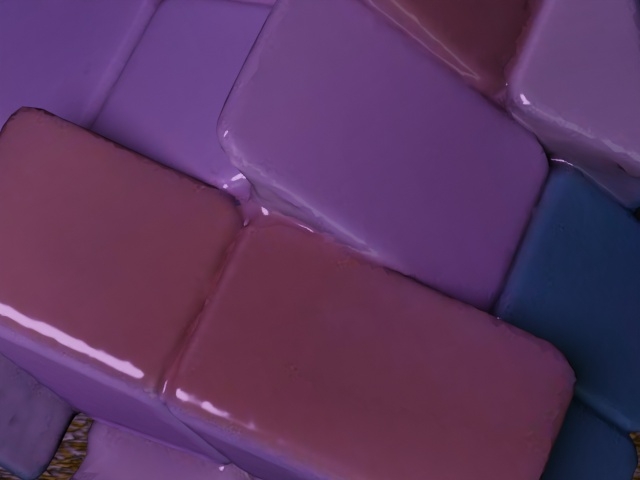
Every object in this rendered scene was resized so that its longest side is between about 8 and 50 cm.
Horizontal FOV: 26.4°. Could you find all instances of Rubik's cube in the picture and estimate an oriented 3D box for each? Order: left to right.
[{"bbox_3d":[0.000,0.000,0.693,0.368,0.358,0.387,15,161,31],"label":"Rubik's cube"}]
